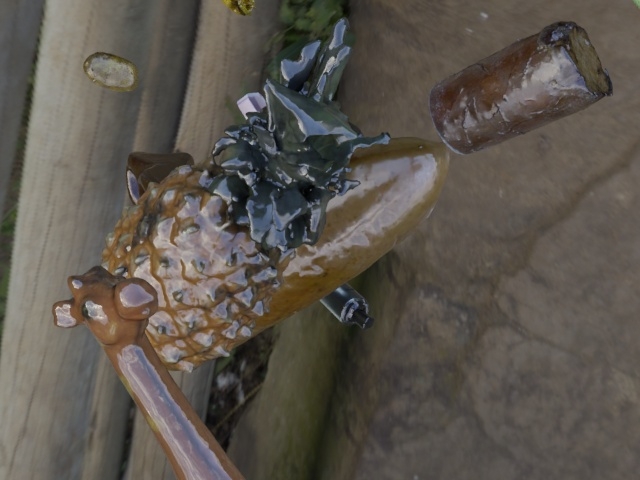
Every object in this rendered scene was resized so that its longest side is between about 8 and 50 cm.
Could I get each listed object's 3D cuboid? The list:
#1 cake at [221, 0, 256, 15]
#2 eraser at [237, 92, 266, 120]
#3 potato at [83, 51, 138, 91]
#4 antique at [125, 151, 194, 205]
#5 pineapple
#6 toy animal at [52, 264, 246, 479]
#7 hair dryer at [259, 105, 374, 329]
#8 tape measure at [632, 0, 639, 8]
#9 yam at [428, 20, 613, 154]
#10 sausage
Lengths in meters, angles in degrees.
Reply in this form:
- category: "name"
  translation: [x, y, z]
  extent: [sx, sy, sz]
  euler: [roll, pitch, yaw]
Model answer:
- category: "cake"
  translation: [-0.141, -0.371, 1.307]
  extent: [0.116, 0.185, 0.080]
  euler: [40, 91, 34]
- category: "eraser"
  translation: [-0.093, -0.194, 1.703]
  extent: [0.026, 0.065, 0.105]
  euler: [-33, 88, 24]
- category: "potato"
  translation: [-0.306, -0.246, 1.503]
  extent: [0.083, 0.040, 0.051]
  euler: [20, 89, -17]
- category: "antique"
  translation: [-0.251, -0.060, 1.699]
  extent: [0.121, 0.257, 0.143]
  euler: [-2, 114, -20]
- category: "pineapple"
  translation: [-0.055, -0.034, 0.854]
  extent: [0.169, 0.169, 0.340]
  euler: [39, 124, -7]
- category: "toy animal"
  translation: [-0.017, 0.133, 0.400]
  extent: [0.229, 0.066, 0.224]
  euler: [41, 148, 23]
- category: "hair dryer"
  translation: [0.015, -0.016, 1.512]
  extent: [0.284, 0.155, 0.320]
  euler: [21, 110, 36]
- category: "tape measure"
  translation: [0.400, -0.272, 1.070]
  extent: [0.175, 0.200, 0.106]
  euler: [41, 134, -18]
- category: "yam"
  translation: [0.168, -0.127, 0.871]
  extent: [0.141, 0.079, 0.079]
  euler: [-24, 104, 40]
- category: "sausage"
  translation: [-0.057, 0.029, 1.173]
  extent: [0.501, 0.136, 0.123]
  euler: [-32, 96, 34]
